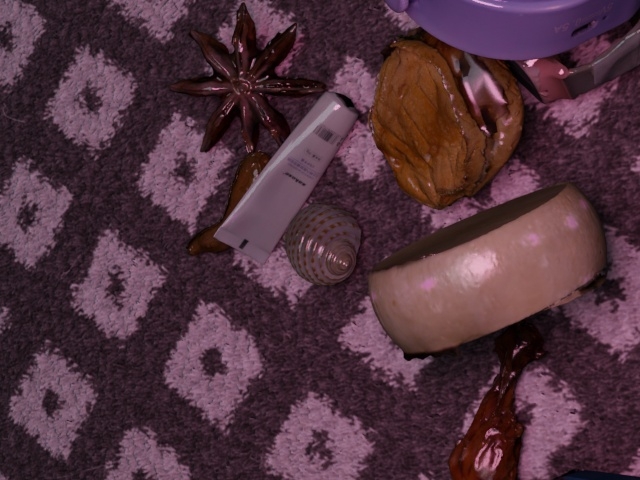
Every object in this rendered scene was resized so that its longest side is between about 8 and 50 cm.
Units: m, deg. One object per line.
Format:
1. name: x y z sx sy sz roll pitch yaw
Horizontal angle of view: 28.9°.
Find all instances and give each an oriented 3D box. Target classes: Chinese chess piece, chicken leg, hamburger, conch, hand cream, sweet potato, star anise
1. Chinese chess piece: 0.241 0.043 1.791 0.349 0.349 0.146 -24 93 22
2. chicken leg: 0.269 0.266 1.909 0.113 0.093 0.304 12 87 37
3. hamburger: 0.193 -0.199 1.908 0.265 0.134 0.285 58 153 7
4. conch: -0.001 -0.001 2.048 0.153 0.102 0.135 37 87 24
5. hand cream: -0.047 -0.109 2.081 0.320 0.109 0.067 -55 30 9
6. sweet potato: -0.146 -0.052 2.141 0.081 0.062 0.233 45 109 31
7. star anise: -0.127 -0.262 2.132 0.288 0.088 0.288 3 99 18

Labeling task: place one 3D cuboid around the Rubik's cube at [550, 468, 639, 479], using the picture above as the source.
1. Rubik's cube: 0.444 0.494 1.676 0.313 0.318 0.316 4 87 25

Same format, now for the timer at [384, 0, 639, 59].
1. timer: 0.250 -0.422 1.758 0.395 0.173 0.395 0 62 -1

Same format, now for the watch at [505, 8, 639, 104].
1. watch: 0.375 -0.344 1.868 0.241 0.162 0.253 -44 66 6
